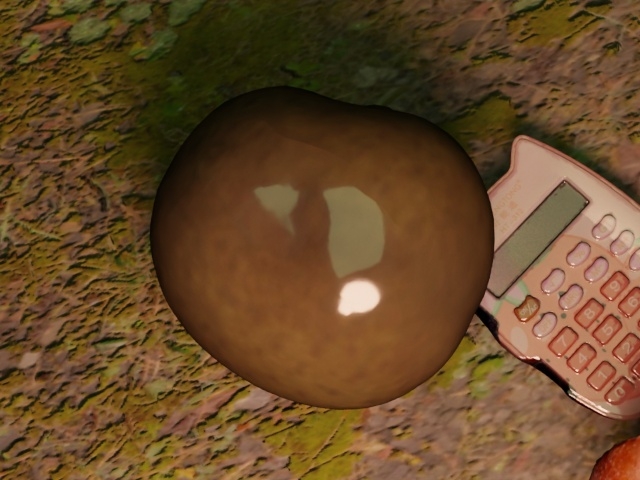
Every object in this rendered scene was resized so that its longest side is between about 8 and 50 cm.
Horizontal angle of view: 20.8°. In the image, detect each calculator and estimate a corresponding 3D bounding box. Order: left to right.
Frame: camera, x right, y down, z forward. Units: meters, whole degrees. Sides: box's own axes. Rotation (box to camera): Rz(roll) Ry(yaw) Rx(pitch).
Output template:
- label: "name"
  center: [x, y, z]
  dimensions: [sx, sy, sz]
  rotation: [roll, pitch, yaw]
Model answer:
- label: "calculator"
  center: [0.286, 0.050, 1.923]
  dimensions: [0.329, 0.048, 0.220]
  rotation: [43, 81, 14]

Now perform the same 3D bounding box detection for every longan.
- label: "longan"
  center: [0.000, 0.000, 1.818]
  dimensions: [0.361, 0.361, 0.361]
  rotation: [-2, 73, 6]

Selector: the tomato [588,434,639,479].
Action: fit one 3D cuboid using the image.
- label: "tomato"
  center: [0.394, 0.326, 1.668]
  dimensions: [0.338, 0.338, 0.144]
  rotation: [14, 51, 11]
